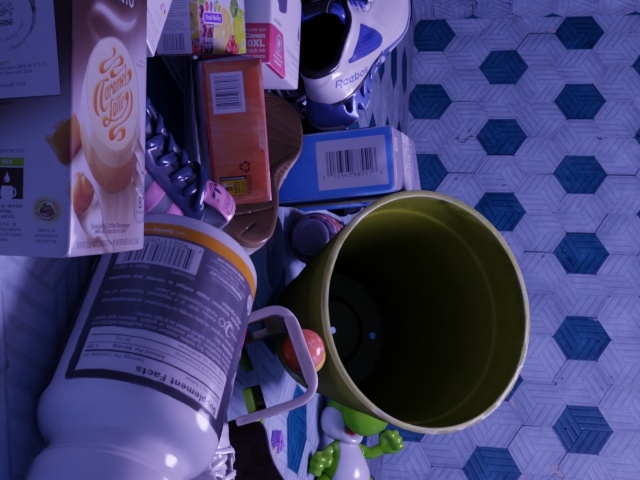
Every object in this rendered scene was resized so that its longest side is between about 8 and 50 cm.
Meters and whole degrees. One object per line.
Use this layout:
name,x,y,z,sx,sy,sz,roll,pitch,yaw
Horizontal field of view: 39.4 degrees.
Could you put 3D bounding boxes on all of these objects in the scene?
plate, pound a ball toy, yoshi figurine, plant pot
plate,-0.087,0.021,1.515,0.188,0.024,0.188,2,90,-78
pound a ball toy,-0.071,0.125,1.180,0.319,0.136,0.208,95,-24,-78
yoshi figurine,0.079,0.475,1.991,0.203,0.203,0.362,26,63,-70
plant pot,0.089,0.134,1.491,0.353,0.366,0.366,-22,-120,61

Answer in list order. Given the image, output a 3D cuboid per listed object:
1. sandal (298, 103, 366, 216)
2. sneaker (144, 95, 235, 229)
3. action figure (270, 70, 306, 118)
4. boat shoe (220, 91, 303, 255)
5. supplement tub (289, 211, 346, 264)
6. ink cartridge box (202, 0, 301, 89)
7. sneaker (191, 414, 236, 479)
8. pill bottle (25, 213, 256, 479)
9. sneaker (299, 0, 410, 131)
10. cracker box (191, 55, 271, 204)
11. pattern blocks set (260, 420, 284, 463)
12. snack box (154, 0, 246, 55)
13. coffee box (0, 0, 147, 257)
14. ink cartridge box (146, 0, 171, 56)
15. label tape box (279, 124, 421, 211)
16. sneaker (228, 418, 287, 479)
sandal,0.014,-0.130,1.756,0.107,0.168,0.446,-61,156,-7
sneaker,-0.154,-0.067,0.898,0.319,0.131,0.112,79,19,-47
action figure,-0.053,-0.317,1.474,0.185,0.099,0.285,65,32,-81
boat shoe,-0.102,-0.092,1.276,0.098,0.109,0.302,-45,-154,44
supplement tub,0.000,0.000,1.738,0.198,0.106,0.106,22,71,-77
ink cartridge box,-0.091,-0.344,1.249,0.172,0.100,0.237,10,82,-79
sneaker,-0.106,0.312,1.056,0.108,0.169,0.292,7,84,-53
pill bottle,-0.160,0.124,0.817,0.162,0.162,0.278,78,18,-49
sneaker,0.044,-0.347,1.400,0.182,0.127,0.315,61,45,-59
cracker box,-0.110,-0.138,1.061,0.232,0.067,0.155,-132,-143,-74
pattern blocks set,-0.102,0.437,1.492,0.325,0.026,0.285,-58,147,-68
snack box,-0.146,-0.323,1.057,0.174,0.070,0.207,-46,135,-72
coffee box,-0.208,-0.113,0.705,0.141,0.098,0.246,-12,103,-79
ink cartridge box,-0.185,-0.289,0.872,0.115,0.067,0.198,74,21,-55
label tape box,0.035,-0.114,1.505,0.334,0.241,0.106,-3,88,-76
sneaker,-0.088,0.377,1.226,0.290,0.106,0.123,-106,-164,-62
